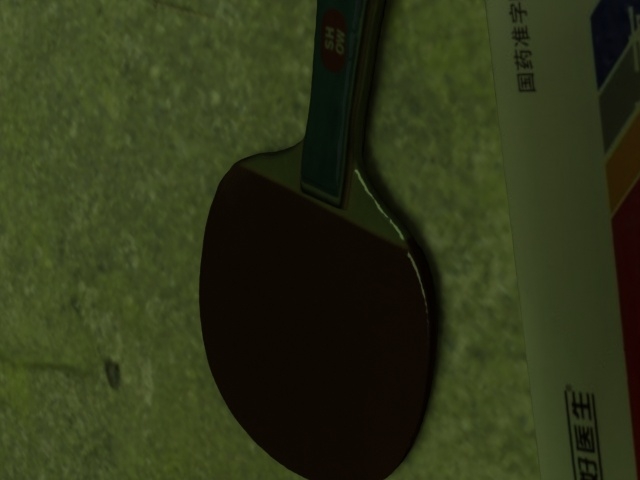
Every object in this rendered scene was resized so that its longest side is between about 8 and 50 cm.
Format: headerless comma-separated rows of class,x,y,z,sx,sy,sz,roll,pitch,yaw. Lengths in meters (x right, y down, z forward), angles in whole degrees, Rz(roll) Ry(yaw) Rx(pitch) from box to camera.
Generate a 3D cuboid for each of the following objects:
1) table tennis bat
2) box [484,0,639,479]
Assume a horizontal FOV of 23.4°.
table tennis bat,0.000,0.000,0.758,0.154,0.021,0.274,27,123,33
box,0.170,-0.025,0.566,0.214,0.069,0.353,3,105,42
